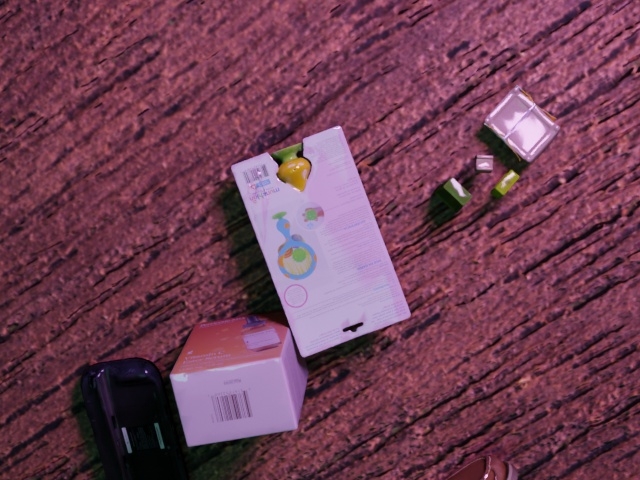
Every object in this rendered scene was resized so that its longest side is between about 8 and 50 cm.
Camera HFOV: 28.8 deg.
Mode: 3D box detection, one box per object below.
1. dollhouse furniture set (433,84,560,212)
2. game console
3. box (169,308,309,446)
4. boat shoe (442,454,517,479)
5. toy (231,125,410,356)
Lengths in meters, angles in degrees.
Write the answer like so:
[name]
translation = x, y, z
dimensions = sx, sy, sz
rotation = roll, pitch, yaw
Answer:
[dollhouse furniture set]
translation = 0.202, -0.098, 1.443
dimensions = 0.076, 0.058, 0.152
rotation = 42, 84, 0
[game console]
translation = -0.198, 0.316, 1.569
dimensions = 0.213, 0.044, 0.361
rotation = -12, 104, 5
[box]
translation = -0.090, 0.156, 1.452
dimensions = 0.130, 0.170, 0.091
rotation = -11, 105, 6
[boat shoe]
translation = 0.106, 0.363, 1.524
dimensions = 0.104, 0.111, 0.307
rotation = 40, 103, -8
[toy]
translation = 0.000, 0.000, 1.461
dimensions = 0.136, 0.056, 0.237
rotation = -20, 95, -1
